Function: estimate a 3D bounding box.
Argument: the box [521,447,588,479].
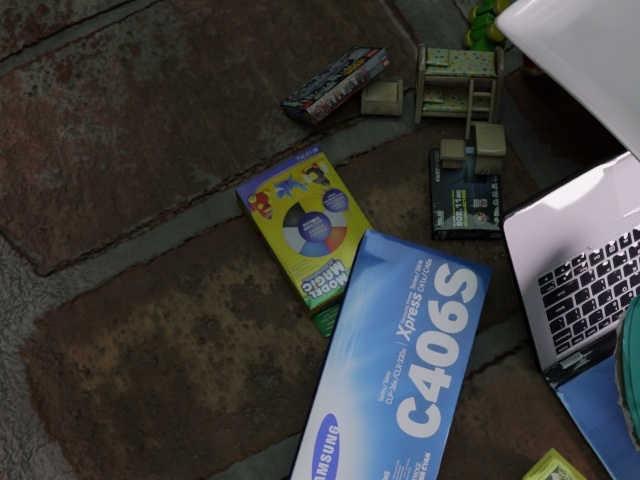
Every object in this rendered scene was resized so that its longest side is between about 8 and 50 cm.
[{"bbox_3d":[0.330,0.347,1.401,0.058,0.087,0.232,-42,69,-14],"label":"box"}]

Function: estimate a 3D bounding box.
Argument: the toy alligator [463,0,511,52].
[{"bbox_3d":[0.243,-0.315,1.682,0.051,0.056,0.189,31,65,-33],"label":"toy alligator"}]

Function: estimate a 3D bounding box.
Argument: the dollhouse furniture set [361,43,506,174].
[{"bbox_3d":[0.144,-0.174,1.569,0.182,0.101,0.161,2,45,1],"label":"dollhouse furniture set"}]

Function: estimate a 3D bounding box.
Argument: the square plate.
[{"bbox_3d":[0.439,-0.232,1.401,0.344,0.049,0.347,-38,70,-8],"label":"square plate"}]

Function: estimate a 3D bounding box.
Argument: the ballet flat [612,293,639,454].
[{"bbox_3d":[0.426,0.245,1.349,0.147,0.147,0.408,-11,71,-3],"label":"ballet flat"}]

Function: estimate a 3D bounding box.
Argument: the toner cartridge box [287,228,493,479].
[{"bbox_3d":[0.079,0.176,1.454,0.165,0.075,0.347,17,76,0],"label":"toner cartridge box"}]

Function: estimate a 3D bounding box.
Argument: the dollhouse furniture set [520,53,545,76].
[{"bbox_3d":[0.314,-0.357,1.601,0.135,0.262,0.259,-12,101,-2],"label":"dollhouse furniture set"}]

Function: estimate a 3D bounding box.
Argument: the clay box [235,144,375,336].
[{"bbox_3d":[0.000,0.000,1.562,0.127,0.053,0.222,-30,71,-10],"label":"clay box"}]

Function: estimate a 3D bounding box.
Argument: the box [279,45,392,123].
[{"bbox_3d":[0.020,-0.209,1.622,0.137,0.094,0.027,-40,114,-14],"label":"box"}]

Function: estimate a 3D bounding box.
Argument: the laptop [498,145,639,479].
[{"bbox_3d":[0.465,0.085,1.434,0.382,0.408,0.236,-29,38,-10],"label":"laptop"}]

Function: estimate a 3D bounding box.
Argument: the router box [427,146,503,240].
[{"bbox_3d":[0.189,-0.062,1.590,0.092,0.038,0.122,-1,69,1],"label":"router box"}]
